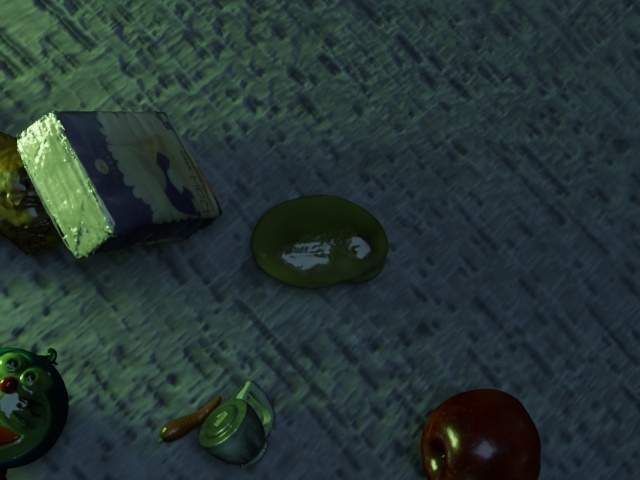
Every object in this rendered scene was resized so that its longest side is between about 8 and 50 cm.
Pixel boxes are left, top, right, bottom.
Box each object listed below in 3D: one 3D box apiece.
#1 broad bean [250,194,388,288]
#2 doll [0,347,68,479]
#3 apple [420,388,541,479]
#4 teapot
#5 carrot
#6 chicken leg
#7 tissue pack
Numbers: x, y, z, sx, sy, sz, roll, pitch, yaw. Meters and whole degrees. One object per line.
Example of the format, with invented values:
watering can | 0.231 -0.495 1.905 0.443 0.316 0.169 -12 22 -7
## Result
broad bean | 0.000 0.000 1.895 0.263 0.121 0.189 3 71 -10
doll | -0.550 0.309 1.655 0.198 0.186 0.322 41 79 7
apple | 0.290 0.381 1.804 0.201 0.218 0.218 -9 77 -16
teapot | -0.146 0.343 1.790 0.111 0.149 0.108 -29 117 19
carrot | -0.236 0.327 1.799 0.142 0.035 0.035 -30 83 -24
chicken leg | -0.631 -0.113 1.776 0.409 0.182 0.295 45 87 6
tissue pack | -0.341 -0.107 1.748 0.125 0.344 0.242 -33 82 26
